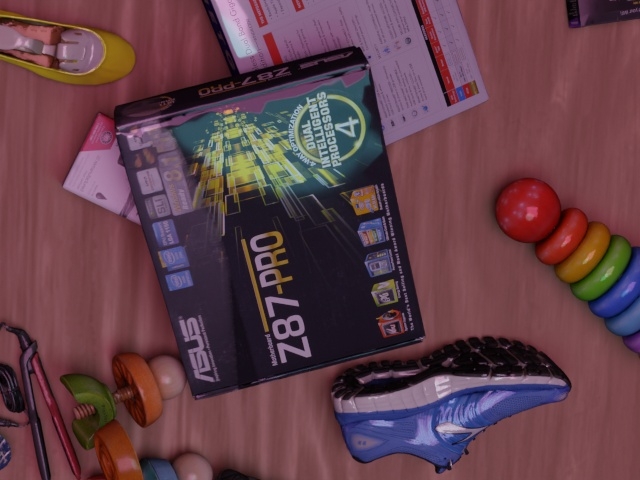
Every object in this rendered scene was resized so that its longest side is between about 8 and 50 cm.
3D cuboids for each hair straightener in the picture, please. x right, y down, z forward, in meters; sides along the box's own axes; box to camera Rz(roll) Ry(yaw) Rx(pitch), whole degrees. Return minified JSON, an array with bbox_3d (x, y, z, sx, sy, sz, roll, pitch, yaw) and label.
[{"bbox_3d":[-0.387,0.218,1.784,0.089,0.047,0.230,-19,99,-9],"label":"hair straightener"}]

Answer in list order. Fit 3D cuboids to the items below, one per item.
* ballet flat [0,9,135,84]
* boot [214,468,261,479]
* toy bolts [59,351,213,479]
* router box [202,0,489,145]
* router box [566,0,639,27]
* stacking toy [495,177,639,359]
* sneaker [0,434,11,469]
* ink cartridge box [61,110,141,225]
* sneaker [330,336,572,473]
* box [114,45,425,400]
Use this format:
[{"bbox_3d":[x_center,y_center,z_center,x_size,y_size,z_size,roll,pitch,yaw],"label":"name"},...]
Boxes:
[{"bbox_3d":[-0.347,-0.244,1.727,0.231,0.077,0.077,11,93,-12],"label":"ballet flat"},{"bbox_3d":[-0.103,0.433,1.840,0.161,0.083,0.246,25,95,-31],"label":"boot"},{"bbox_3d":[-0.212,0.272,1.762,0.159,0.218,0.228,-19,118,-23],"label":"toy bolts"},{"bbox_3d":[0.023,-0.279,1.762,0.301,0.082,0.335,-24,111,-8],"label":"router box"},{"bbox_3d":[0.424,-0.369,1.880,0.179,0.046,0.133,-9,98,-10],"label":"router box"},{"bbox_3d":[0.381,0.028,1.880,0.330,0.141,0.141,39,88,-7],"label":"stacking toy"},{"bbox_3d":[-0.452,0.247,1.775,0.052,0.058,0.135,-41,125,-7],"label":"sneaker"},{"bbox_3d":[-0.243,-0.085,1.772,0.151,0.063,0.109,26,91,-12],"label":"ink cartridge box"},{"bbox_3d":[0.181,0.229,1.873,0.330,0.130,0.147,-9,112,-7],"label":"sneaker"},{"bbox_3d":[-0.058,-0.018,1.730,0.318,0.097,0.394,-13,115,-2],"label":"box"}]
